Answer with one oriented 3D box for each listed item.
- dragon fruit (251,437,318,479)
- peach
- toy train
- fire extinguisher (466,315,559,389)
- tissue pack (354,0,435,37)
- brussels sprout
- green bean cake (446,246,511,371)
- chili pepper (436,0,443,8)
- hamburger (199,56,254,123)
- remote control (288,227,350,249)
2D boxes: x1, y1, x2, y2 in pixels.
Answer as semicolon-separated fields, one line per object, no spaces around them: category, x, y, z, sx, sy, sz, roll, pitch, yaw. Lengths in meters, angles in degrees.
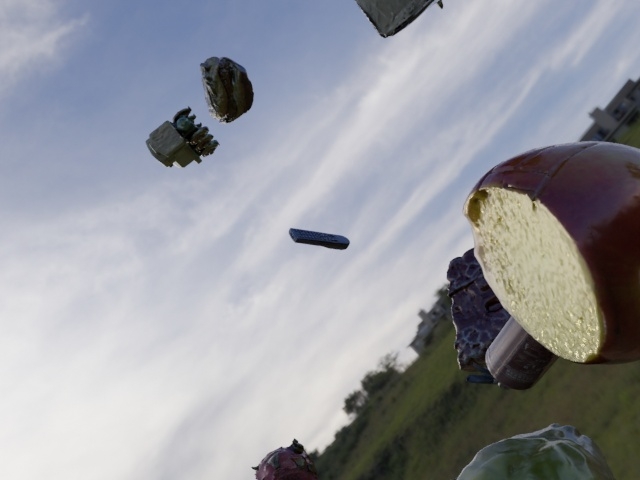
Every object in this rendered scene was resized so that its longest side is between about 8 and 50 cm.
dragon fruit;-0.063;0.483;1.356;0.147;0.102;0.096;16;-79;-17
peach;0.304;0.006;0.746;0.246;0.275;0.248;-2;-71;-33
toy train;-0.292;-0.205;1.347;0.125;0.080;0.194;-39;-6;-3
fire extinguisher;0.317;0.152;0.973;0.105;0.105;0.268;-26;-30;-33
tissue pack;0.156;-0.511;1.121;0.210;0.198;0.370;-40;9;28
brussels sprout;0.345;0.445;0.988;0.317;0.274;0.242;-32;-65;-13
green bean cake;0.344;0.126;1.299;0.199;0.232;0.097;-31;-31;25
chili pepper;0.270;-0.721;1.738;0.208;0.049;0.043;35;-74;-25
hamburger;-0.257;-0.412;1.743;0.130;0.206;0.183;-11;-75;-12
remote control;0.001;-0.001;1.429;0.153;0.043;0.027;10;-54;-34
